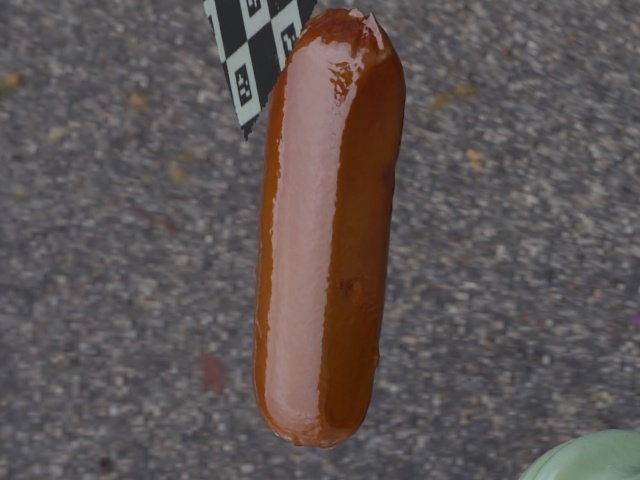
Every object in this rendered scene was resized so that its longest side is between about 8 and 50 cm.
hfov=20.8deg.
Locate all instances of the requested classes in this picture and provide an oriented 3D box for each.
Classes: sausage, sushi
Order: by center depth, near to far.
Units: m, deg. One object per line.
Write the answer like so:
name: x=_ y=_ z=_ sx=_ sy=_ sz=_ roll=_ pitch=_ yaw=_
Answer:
sushi: x=-0.014 y=-0.204 z=0.957 sx=0.279 sy=0.043 sz=0.192 roll=123 pitch=133 yaw=-60
sausage: x=0.001 y=0.000 z=1.301 sx=0.097 sy=0.094 sz=0.348 roll=20 pitch=115 yaw=38

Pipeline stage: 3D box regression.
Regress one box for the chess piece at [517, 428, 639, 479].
chess piece: x=0.280 y=0.224 z=1.239 sx=0.299 sy=0.194 sz=0.194 roll=-19 pitch=74 yaw=59
